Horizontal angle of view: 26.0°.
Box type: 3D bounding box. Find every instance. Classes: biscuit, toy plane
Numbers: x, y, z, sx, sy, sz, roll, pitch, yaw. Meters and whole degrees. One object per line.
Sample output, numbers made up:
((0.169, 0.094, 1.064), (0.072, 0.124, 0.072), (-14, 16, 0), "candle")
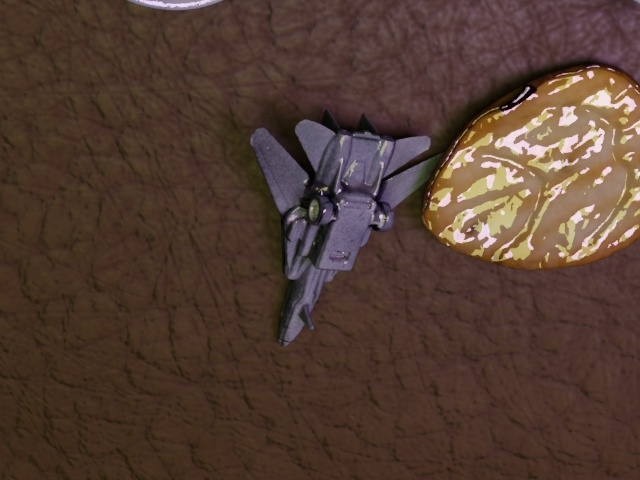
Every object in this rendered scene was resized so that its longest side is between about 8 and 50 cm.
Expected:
((0.221, -0.064, 1.352), (0.260, 0.041, 0.203), (-20, 114, 3), "biscuit")
((0.004, 0.006, 1.366), (0.212, 0.088, 0.267), (6, 115, -26), "toy plane")

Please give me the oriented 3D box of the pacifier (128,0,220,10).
((-0.081, -0.301, 1.185), (0.238, 0.225, 0.287), (31, 111, -29), "pacifier")

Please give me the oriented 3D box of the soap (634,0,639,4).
((0.367, -0.217, 1.233), (0.265, 0.160, 0.087), (27, 110, -9), "soap")
